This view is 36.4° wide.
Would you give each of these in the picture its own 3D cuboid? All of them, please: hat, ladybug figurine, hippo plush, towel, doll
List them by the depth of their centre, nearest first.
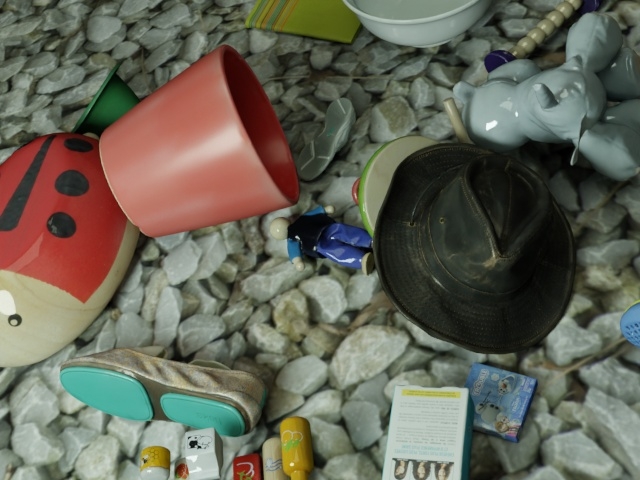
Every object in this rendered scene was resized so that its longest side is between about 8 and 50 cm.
[{"bbox_3d":[0.236,-0.017,1.322,0.331,0.134,0.331,8,63,-15],"label":"hat"},{"bbox_3d":[0.344,-0.179,1.479,0.236,0.234,0.294,-13,27,47],"label":"hippo plush"},{"bbox_3d":[0.000,0.000,1.510,0.189,0.046,0.129,18,60,27],"label":"doll"},{"bbox_3d":[-0.456,-0.015,1.585,0.305,0.162,0.449,-1,53,16],"label":"ladybug figurine"},{"bbox_3d":[-0.337,-0.209,1.784,0.208,0.183,0.173,-43,20,40],"label":"hat"},{"bbox_3d":[-0.025,-0.429,1.866,0.237,0.021,0.102,15,65,25],"label":"towel"}]

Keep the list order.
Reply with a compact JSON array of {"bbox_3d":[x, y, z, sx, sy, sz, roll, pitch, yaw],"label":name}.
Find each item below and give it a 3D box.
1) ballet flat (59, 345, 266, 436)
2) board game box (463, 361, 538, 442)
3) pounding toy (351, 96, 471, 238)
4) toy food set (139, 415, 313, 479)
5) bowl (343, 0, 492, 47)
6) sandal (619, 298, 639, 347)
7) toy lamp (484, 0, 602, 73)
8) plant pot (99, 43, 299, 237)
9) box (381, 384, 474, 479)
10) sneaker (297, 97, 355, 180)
[{"bbox_3d":[-0.220,0.207,1.400,0.316,0.108,0.106,12,38,18],"label":"ballet flat"},{"bbox_3d":[0.232,0.214,1.293,0.090,0.020,0.090,12,58,26],"label":"board game box"},{"bbox_3d":[0.138,-0.079,1.476,0.237,0.183,0.110,-41,17,-21],"label":"pounding toy"},{"bbox_3d":[-0.117,0.313,1.263,0.232,0.111,0.105,-11,51,5],"label":"toy food set"},{"bbox_3d":[0.187,-0.441,1.735,0.297,0.134,0.298,-9,52,11],"label":"bowl"},{"bbox_3d":[0.493,0.180,1.180,0.138,0.126,0.317,-44,53,-13],"label":"sandal"},{"bbox_3d":[0.396,-0.371,1.656,0.080,0.080,0.275,34,71,34],"label":"toy lamp"},{"bbox_3d":[-0.197,-0.137,1.553,0.243,0.275,0.275,-23,50,11],"label":"plant pot"},{"bbox_3d":[0.131,0.305,1.214,0.100,0.060,0.244,0,58,19],"label":"box"},{"bbox_3d":[0.017,-0.161,1.628,0.053,0.061,0.152,31,86,25],"label":"sneaker"}]
